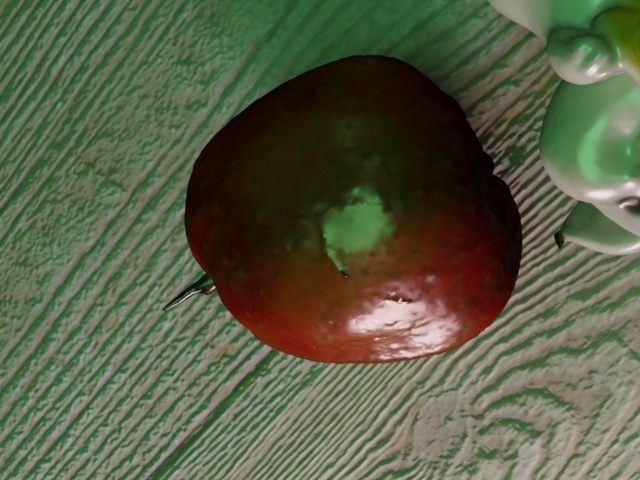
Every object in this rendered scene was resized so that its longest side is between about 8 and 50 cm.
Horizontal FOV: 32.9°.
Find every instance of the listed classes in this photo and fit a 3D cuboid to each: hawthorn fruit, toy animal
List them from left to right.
[{"bbox_3d":[0.000,0.000,0.863,0.300,0.254,0.254,-30,91,12],"label":"hawthorn fruit"},{"bbox_3d":[0.221,-0.118,0.747,0.183,0.247,0.310,-24,91,6],"label":"toy animal"}]
